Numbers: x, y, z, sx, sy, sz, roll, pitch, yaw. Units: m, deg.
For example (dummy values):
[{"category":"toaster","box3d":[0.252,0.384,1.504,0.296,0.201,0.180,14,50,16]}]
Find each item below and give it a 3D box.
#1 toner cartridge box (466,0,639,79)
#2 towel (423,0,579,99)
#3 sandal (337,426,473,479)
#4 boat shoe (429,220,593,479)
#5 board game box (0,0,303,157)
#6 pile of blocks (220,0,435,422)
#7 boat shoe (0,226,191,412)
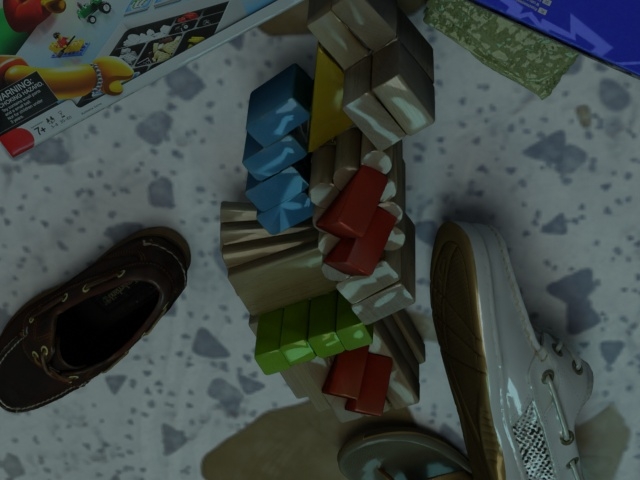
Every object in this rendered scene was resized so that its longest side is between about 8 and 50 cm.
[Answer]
[{"category":"toner cartridge box","box3d":[0.165,-0.198,0.927,0.347,0.075,0.165,23,104,-10]},{"category":"towel","box3d":[0.145,-0.171,1.007,0.110,0.027,0.148,33,119,-11]},{"category":"sandal","box3d":[0.096,0.203,1.211,0.180,0.049,0.072,34,118,-12]},{"category":"boat shoe","box3d":[0.148,0.102,1.131,0.096,0.098,0.277,-18,115,-9]},{"category":"board game box","box3d":[-0.130,-0.202,1.009,0.305,0.053,0.193,-26,113,20]},{"category":"pile of blocks","box3d":[0.000,0.000,1.043,0.149,0.113,0.362,1,128,2]},{"category":"boat shoe","box3d":[-0.181,0.068,1.159,0.073,0.073,0.207,40,118,-17]}]
